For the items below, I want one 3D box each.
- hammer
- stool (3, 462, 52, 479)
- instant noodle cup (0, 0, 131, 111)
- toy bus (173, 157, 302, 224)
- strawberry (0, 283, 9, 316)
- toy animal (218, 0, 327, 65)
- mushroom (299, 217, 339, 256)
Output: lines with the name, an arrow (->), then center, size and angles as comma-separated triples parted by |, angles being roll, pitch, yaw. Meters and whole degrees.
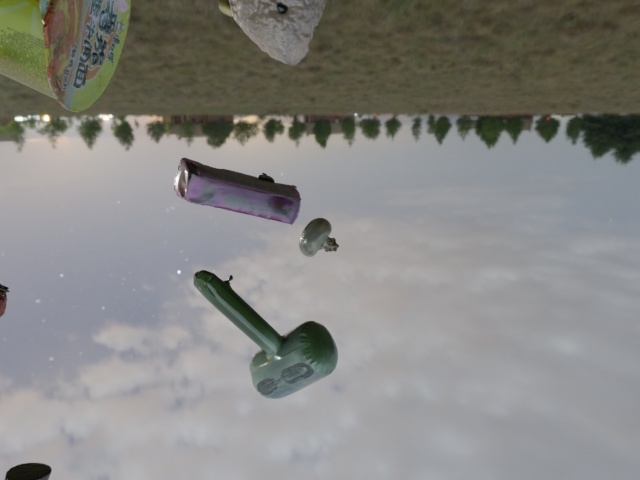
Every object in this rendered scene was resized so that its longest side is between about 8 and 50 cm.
hammer -> -0.129, 0.176, 1.085 | 0.206, 0.335, 0.119 | -35, -164, 32
stool -> -0.432, 0.360, 0.568 | 0.272, 0.179, 0.272 | 5, -178, 0
instant noodle cup -> -0.428, -0.349, 0.790 | 0.200, 0.264, 0.264 | 19, -167, -3
toy bus -> -0.182, -0.108, 1.186 | 0.274, 0.090, 0.112 | 11, -163, -22
strawberry -> -0.782, 0.169, 1.193 | 0.187, 0.082, 0.146 | -41, -153, -12
toy animal -> -0.089, -0.587, 1.189 | 0.226, 0.359, 0.188 | 20, 160, -14
mushroom -> 0.000, 0.000, 1.072 | 0.079, 0.085, 0.085 | 31, -173, -13
